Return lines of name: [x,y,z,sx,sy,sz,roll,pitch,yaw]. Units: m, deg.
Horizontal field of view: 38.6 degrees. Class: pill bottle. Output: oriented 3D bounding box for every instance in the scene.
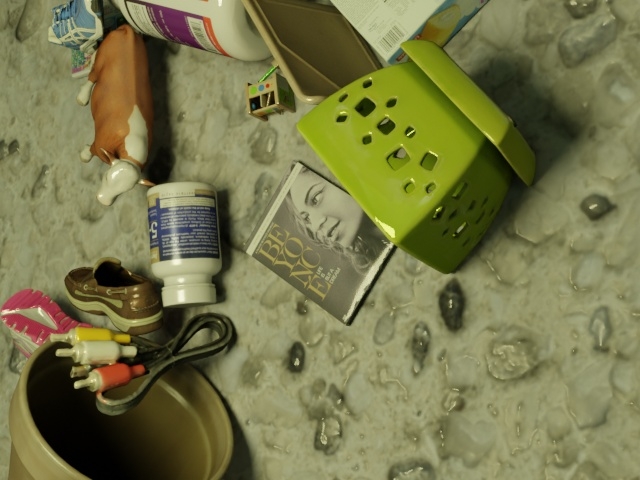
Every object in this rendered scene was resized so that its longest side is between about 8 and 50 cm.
pill bottle: [-0.212,0.009,1.434,0.112,0.112,0.187,-10,81,27]
pill bottle: [-0.197,-0.398,1.446,0.323,0.181,0.181,22,93,35]

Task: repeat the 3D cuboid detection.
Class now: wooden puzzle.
wooden puzzle: [0.000,-0.265,1.308,0.044,0.221,0.239,-50,60,33]

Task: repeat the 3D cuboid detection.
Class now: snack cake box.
snack cake box: [0.160,-0.384,1.309,0.264,0.089,0.152,-44,62,15]

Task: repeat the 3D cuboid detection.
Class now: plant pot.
plant pot: [-0.330,0.342,1.365,0.323,0.323,0.280,46,121,26]
plant pot: [0.143,-0.116,1.203,0.207,0.227,0.228,-42,65,10]

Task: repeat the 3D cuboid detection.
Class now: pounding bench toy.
pounding bench toy: [-0.084,-0.238,1.440,0.065,0.052,0.083,-13,76,27]

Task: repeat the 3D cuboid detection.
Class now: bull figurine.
bull figurine: [-0.335,-0.194,1.508,0.188,0.101,0.310,-19,66,55]

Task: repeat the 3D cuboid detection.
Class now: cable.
cable: [-0.238,0.165,1.326,0.139,0.287,0.072,53,139,34]

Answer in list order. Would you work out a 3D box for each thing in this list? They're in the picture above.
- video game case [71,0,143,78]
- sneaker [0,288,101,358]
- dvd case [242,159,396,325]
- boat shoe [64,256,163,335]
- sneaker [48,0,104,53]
video game case: [-0.387,-0.377,1.649,0.157,0.019,0.143,-10,77,26]
sneaker: [-0.421,0.187,1.538,0.252,0.111,0.103,36,58,13]
dvd case: [0.000,0.000,1.375,0.221,0.018,0.164,35,99,29]
boat shoe: [-0.335,0.069,1.475,0.257,0.095,0.095,17,119,44]
sneaker: [-0.409,-0.367,1.539,0.211,0.081,0.080,150,118,-65]
